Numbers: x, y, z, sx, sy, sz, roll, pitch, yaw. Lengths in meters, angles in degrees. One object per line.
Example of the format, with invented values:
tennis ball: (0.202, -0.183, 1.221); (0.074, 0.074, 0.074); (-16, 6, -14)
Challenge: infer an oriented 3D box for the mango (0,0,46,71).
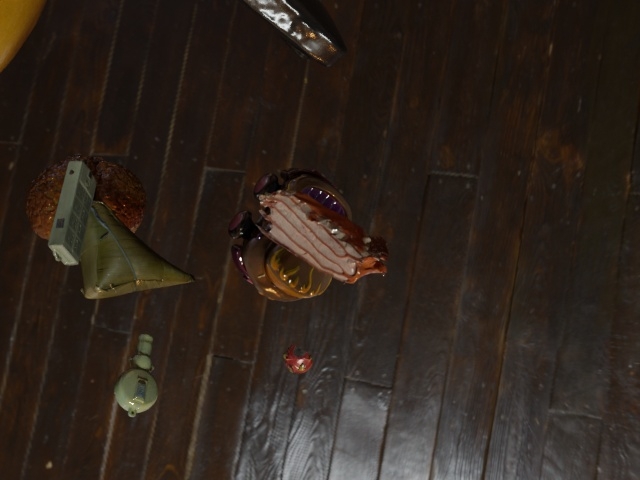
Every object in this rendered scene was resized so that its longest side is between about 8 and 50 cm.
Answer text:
mango: (-0.545, -0.468, 1.044); (0.300, 0.232, 0.446); (15, 88, 59)

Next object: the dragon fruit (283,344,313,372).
dragon fruit: (-0.067, 0.322, 1.728); (0.083, 0.056, 0.060); (28, 65, 22)

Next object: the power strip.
power strip: (-0.283, -0.039, 0.738); (0.019, 0.051, 0.136); (-1, 60, 5)

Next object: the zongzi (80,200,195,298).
zongzi: (-0.426, 0.011, 1.466); (0.256, 0.115, 0.228); (-7, 70, -32)

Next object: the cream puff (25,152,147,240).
cream puff: (-0.608, -0.116, 1.683); (0.303, 0.303, 0.212); (25, 119, 18)

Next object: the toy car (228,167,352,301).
toy car: (-0.052, -0.011, 1.573); (0.341, 0.271, 0.240); (-59, 29, -8)

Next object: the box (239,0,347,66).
box: (-0.091, -0.382, 0.933); (0.290, 0.289, 0.073); (36, 110, -23)

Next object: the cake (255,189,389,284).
cake: (0.002, -0.006, 1.221); (0.287, 0.135, 0.098); (25, 117, 0)

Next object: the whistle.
whistle: (-0.520, 0.386, 1.846); (0.067, 0.126, 0.258); (-37, 38, 32)
